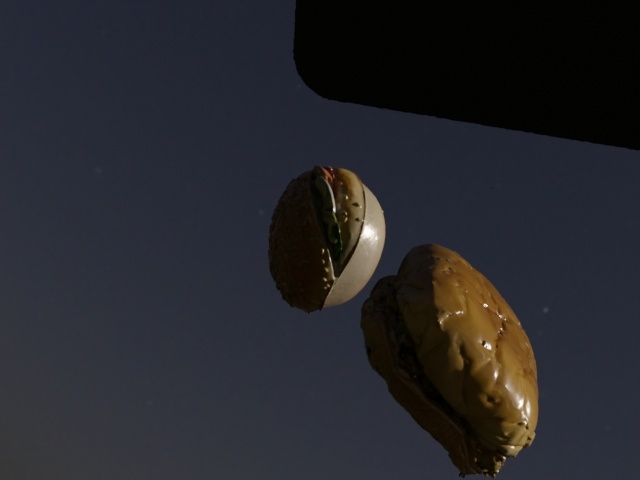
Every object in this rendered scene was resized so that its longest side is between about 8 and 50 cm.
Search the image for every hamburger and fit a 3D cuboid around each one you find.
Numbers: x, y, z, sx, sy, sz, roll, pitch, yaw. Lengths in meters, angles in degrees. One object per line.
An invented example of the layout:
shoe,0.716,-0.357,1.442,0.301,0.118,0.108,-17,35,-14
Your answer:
hamburger,-0.001,-0.002,1.685,0.147,0.237,0.237,15,-10,-28
hamburger,0.182,0.150,1.470,0.319,0.158,0.319,48,21,-25

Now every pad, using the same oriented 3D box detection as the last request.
pad,0.161,-0.199,1.033,0.375,0.063,0.315,12,-64,15
